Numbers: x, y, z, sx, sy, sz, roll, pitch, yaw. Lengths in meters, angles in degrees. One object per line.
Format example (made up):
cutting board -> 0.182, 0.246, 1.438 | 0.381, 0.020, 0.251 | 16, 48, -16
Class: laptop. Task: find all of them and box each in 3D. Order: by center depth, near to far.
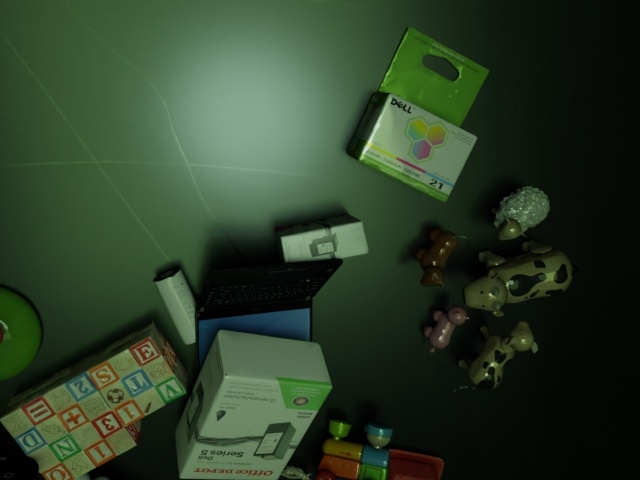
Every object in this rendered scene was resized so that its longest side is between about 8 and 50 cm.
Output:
laptop -> -0.095, 0.153, 1.172 | 0.234, 0.264, 0.137 | -4, 65, -24

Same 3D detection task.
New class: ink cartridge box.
ink cartridge box -> 0.189, -0.227, 1.180 | 0.188, 0.097, 0.255 | 23, 99, -15
ink cartridge box -> -0.128, 0.306, 1.184 | 0.198, 0.115, 0.273 | 11, 123, -24
ink cartridge box -> 0.000, 0.000, 1.193 | 0.150, 0.109, 0.063 | -11, 101, -8

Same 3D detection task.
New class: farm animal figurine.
farm animal figurine -> 0.345, 0.106, 1.252 | 0.326, 0.172, 0.330 | -29, 107, -3

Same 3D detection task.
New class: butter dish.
butter dish -> 0.181, 0.532, 1.356 | 0.159, 0.118, 0.160 | 14, 100, -15

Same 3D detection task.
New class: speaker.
speaker -> -0.254, 0.121, 1.203 | 0.055, 0.055, 0.136 | -23, 107, -4

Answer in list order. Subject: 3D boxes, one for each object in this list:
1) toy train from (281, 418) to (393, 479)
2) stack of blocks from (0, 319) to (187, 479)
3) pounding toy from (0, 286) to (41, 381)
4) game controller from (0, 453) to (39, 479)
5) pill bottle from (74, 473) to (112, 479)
toy train -> 0.022, 0.424, 1.319 | 0.247, 0.105, 0.144 | 8, 83, 14
stack of blocks -> -0.396, 0.300, 1.204 | 0.297, 0.087, 0.171 | -29, 107, -3
pounding toy -> -0.612, 0.176, 1.121 | 0.236, 0.110, 0.183 | 4, 103, -12
game controller -> -0.645, 0.419, 1.106 | 0.318, 0.166, 0.067 | 1, 123, 11
pill bottle -> -0.412, 0.514, 1.243 | 0.180, 0.108, 0.108 | 40, 94, -17
